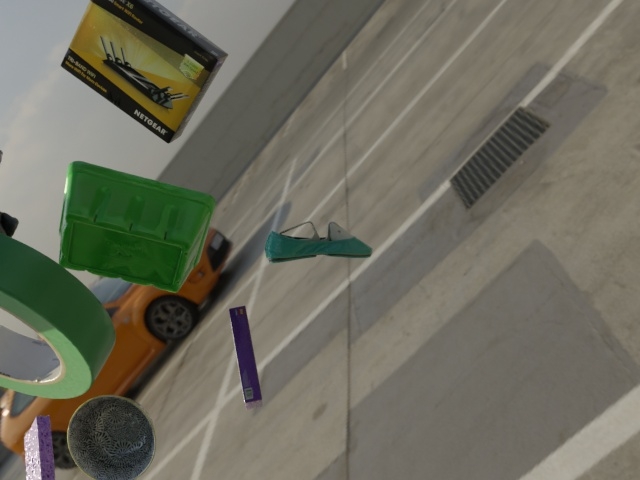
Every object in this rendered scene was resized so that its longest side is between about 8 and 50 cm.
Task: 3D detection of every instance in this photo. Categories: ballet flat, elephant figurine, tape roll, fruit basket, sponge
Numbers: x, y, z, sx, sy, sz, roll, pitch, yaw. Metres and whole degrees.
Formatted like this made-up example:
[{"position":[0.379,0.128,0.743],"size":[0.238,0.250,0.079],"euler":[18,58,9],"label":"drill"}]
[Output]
[{"position":[0.000,0.000,1.418],"size":[0.083,0.247,0.087],"euler":[-147,55,-76],"label":"ballet flat"},{"position":[-0.980,-0.052,1.871],"size":[0.169,0.185,0.240],"euler":[109,161,-52],"label":"elephant figurine"},{"position":[-0.464,0.112,0.931],"size":[0.321,0.321,0.077],"euler":[-39,24,45],"label":"tape roll"},{"position":[-0.471,-0.058,1.651],"size":[0.392,0.391,0.283],"euler":[-69,2,-56],"label":"fruit basket"},{"position":[-0.575,0.480,1.314],"size":[0.117,0.031,0.210],"euler":[-46,51,40],"label":"sponge"}]

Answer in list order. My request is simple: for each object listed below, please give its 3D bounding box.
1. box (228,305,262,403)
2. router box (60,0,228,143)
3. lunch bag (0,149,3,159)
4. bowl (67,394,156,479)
[{"position":[-0.234,0.372,2.017],"size":[0.201,0.057,0.294],"euler":[105,154,-69],"label":"box"},{"position":[-0.404,-0.413,1.471],"size":[0.243,0.308,0.081],"euler":[-53,5,26],"label":"router box"},{"position":[-1.030,-0.266,1.993],"size":[0.083,0.071,0.053],"euler":[170,112,-67],"label":"lunch bag"},{"position":[-0.379,0.361,1.210],"size":[0.170,0.170,0.080],"euler":[-49,1,8],"label":"bowl"}]
